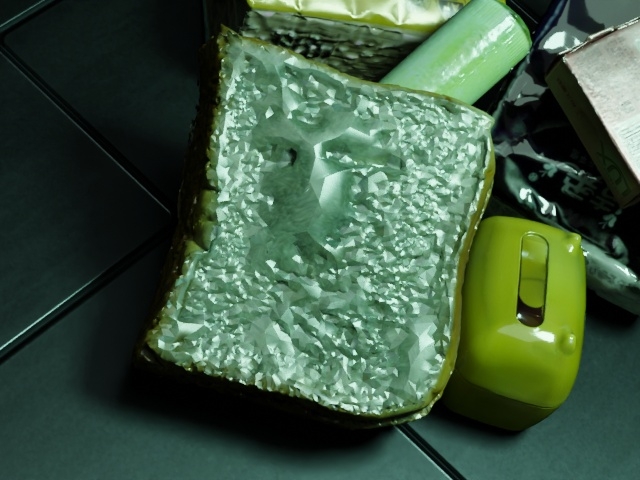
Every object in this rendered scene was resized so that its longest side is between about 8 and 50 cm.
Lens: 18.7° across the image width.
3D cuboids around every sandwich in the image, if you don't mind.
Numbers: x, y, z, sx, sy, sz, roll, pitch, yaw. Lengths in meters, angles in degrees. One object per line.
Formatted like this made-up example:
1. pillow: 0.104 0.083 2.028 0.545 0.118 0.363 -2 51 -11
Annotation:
1. sandwich: 0.000 0.000 1.638 0.271 0.099 0.301 14 78 -7

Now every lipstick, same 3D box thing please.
1. lipstick: 0.063 -0.106 1.752 0.304 0.076 0.076 -41 77 -13

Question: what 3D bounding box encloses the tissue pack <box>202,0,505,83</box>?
1. tissue pack: 0.030 -0.244 1.872 0.270 0.134 0.192 6 54 -19

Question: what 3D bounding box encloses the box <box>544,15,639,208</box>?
1. box: 0.287 -0.118 1.751 0.111 0.060 0.156 -26 82 -18

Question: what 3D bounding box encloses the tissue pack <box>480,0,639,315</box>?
1. tissue pack: 0.293 -0.119 1.844 0.245 0.123 0.332 31 72 3

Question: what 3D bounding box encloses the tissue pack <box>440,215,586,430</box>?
1. tissue pack: 0.171 0.066 1.716 0.123 0.127 0.178 15 51 -8
